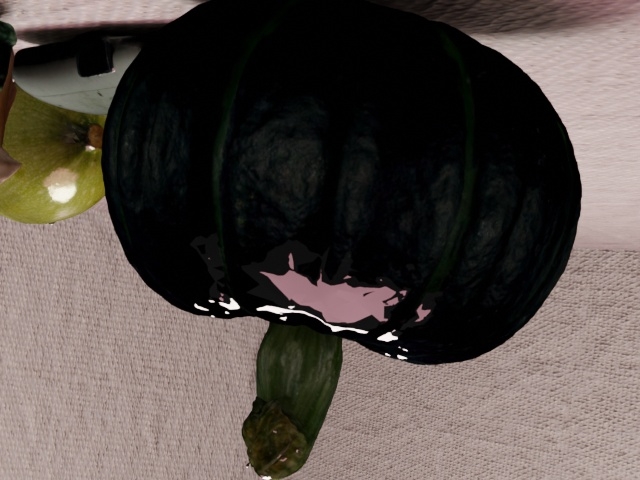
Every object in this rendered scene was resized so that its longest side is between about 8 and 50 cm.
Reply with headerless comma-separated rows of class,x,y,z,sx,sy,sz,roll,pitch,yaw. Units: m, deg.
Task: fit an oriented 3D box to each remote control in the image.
remote control,-0.103,-0.104,1.003,0.256,0.045,0.097,0,174,45

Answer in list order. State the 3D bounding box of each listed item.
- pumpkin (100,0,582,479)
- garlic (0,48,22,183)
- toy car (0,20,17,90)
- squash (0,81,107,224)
pumpkin,0.000,0.000,0.820,0.248,0.248,0.248,6,178,0
garlic,-0.237,-0.076,0.996,0.090,0.129,0.198,-10,-179,-24
toy car,-0.324,-0.106,0.874,0.320,0.097,0.141,4,176,38
squash,-0.202,-0.069,1.218,0.123,0.123,0.186,7,178,-20
